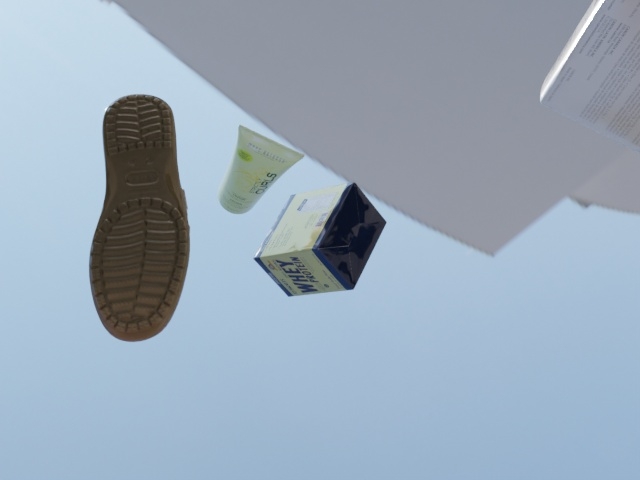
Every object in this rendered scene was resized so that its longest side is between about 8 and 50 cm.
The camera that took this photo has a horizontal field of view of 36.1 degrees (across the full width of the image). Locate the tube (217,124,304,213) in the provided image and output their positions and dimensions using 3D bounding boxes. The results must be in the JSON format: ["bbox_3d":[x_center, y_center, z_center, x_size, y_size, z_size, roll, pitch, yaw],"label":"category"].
[{"bbox_3d":[-0.095,-0.097,1.357,0.070,0.240,0.062,-16,-100,-20],"label":"tube"}]

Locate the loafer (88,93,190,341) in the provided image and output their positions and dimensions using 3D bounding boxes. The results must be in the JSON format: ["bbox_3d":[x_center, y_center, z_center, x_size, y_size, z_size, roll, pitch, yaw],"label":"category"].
[{"bbox_3d":[-0.098,-0.011,0.555,0.056,0.050,0.148,0,-113,-1],"label":"loafer"}]

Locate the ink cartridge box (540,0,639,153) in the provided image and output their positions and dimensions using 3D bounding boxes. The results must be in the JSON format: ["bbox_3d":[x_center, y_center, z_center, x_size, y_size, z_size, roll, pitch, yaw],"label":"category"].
[{"bbox_3d":[0.332,-0.145,0.861,0.224,0.181,0.056,26,-130,1],"label":"ink cartridge box"}]

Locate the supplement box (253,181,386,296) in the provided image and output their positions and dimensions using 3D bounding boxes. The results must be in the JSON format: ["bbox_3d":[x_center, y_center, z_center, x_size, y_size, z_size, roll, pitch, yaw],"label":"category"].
[{"bbox_3d":[0.000,0.000,0.890,0.056,0.083,0.083,49,-128,-29],"label":"supplement box"}]
